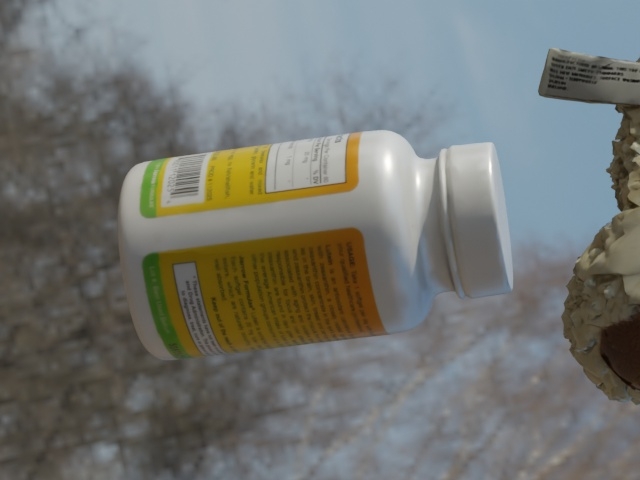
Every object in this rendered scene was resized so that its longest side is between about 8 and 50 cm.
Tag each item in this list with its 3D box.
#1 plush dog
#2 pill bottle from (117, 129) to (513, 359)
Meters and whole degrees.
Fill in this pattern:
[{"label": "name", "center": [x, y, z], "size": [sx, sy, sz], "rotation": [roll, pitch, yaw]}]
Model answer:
[{"label": "plush dog", "center": [0.237, -0.028, 0.960], "size": [0.225, 0.262, 0.211], "rotation": [51, 16, -59]}, {"label": "pill bottle", "center": [0.000, 0.000, 1.254], "size": [0.136, 0.245, 0.136], "rotation": [-7, 90, -80]}]
